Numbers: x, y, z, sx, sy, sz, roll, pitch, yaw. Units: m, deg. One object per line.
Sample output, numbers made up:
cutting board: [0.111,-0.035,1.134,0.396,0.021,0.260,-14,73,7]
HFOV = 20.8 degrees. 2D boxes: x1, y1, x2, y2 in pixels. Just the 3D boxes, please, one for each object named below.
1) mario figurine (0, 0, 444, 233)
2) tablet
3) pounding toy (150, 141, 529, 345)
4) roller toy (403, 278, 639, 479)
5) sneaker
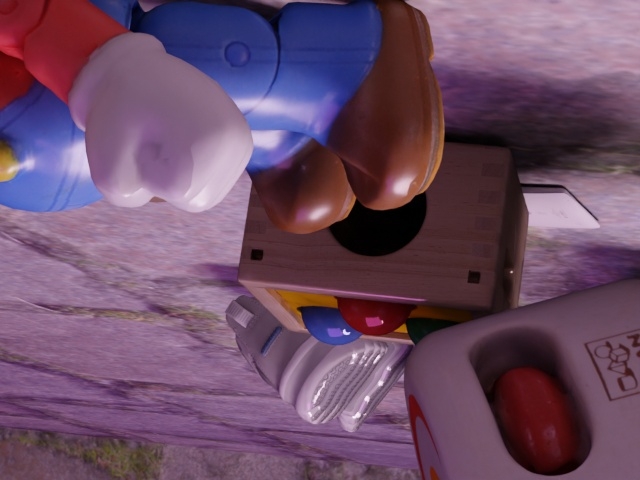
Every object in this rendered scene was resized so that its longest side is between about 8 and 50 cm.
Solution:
mario figurine: [-0.126,-0.027,0.637,0.320,0.170,0.198,3,137,-20]
tablet: [0.121,-0.018,0.973,0.054,0.006,0.083,3,168,24]
pounding toy: [-0.007,-0.003,0.888,0.206,0.094,0.181,6,167,12]
roller toy: [0.130,0.120,0.813,0.146,0.191,0.209,-15,-179,-3]
sneaker: [0.006,0.079,1.397,0.115,0.105,0.281,40,-179,15]
